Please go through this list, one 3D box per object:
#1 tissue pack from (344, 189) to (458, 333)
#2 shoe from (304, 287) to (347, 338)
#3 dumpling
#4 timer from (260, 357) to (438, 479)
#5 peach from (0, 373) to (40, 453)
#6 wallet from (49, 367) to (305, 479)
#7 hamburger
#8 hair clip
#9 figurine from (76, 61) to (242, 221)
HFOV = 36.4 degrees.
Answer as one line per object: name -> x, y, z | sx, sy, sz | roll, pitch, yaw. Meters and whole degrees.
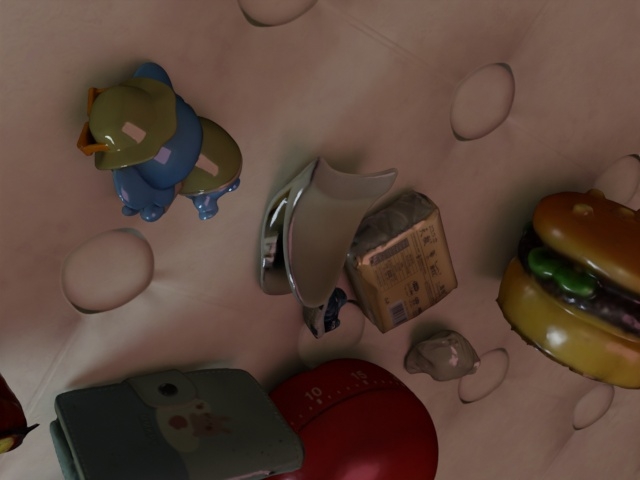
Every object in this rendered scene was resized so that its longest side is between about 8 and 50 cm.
tissue pack -> 0.139, 0.039, 1.728 | 0.186, 0.090, 0.222 | -33, 133, -10
shoe -> 0.013, 0.106, 1.701 | 0.071, 0.064, 0.143 | -17, 132, -26
dumpling -> 0.235, 0.237, 1.954 | 0.134, 0.100, 0.169 | -21, 168, 25
timer -> 0.037, 0.411, 1.789 | 0.378, 0.279, 0.378 | -22, 134, -24
peach -> -0.577, 0.229, 1.258 | 0.362, 0.201, 0.258 | -23, 169, -3
wallet -> -0.227, 0.299, 1.524 | 0.360, 0.252, 0.083 | -7, 127, -29
hamburger -> 0.548, 0.075, 1.848 | 0.396, 0.396, 0.277 | 4, 118, -39
hair clip -> -0.008, -0.014, 1.576 | 0.172, 0.113, 0.282 | 3, 113, -39
figurine -> -0.210, -0.111, 1.315 | 0.180, 0.154, 0.262 | -50, 133, -12
